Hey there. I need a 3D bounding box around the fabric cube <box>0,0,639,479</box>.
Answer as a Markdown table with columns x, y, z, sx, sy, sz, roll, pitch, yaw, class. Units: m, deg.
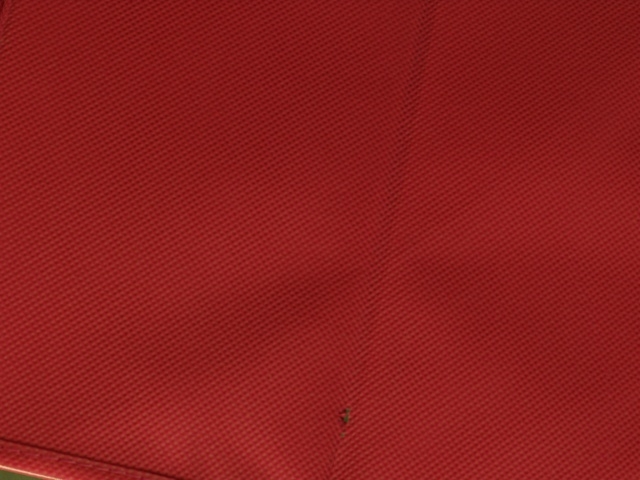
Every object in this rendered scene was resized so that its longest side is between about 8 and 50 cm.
| x | y | z | sx | sy | sz | roll | pitch | yaw | class |
| --- | --- | --- | --- | --- | --- | --- | --- | --- | --- |
| 0.000 | 0.000 | 0.641 | 0.259 | 0.258 | 0.254 | 14 | 162 | -7 | fabric cube |
